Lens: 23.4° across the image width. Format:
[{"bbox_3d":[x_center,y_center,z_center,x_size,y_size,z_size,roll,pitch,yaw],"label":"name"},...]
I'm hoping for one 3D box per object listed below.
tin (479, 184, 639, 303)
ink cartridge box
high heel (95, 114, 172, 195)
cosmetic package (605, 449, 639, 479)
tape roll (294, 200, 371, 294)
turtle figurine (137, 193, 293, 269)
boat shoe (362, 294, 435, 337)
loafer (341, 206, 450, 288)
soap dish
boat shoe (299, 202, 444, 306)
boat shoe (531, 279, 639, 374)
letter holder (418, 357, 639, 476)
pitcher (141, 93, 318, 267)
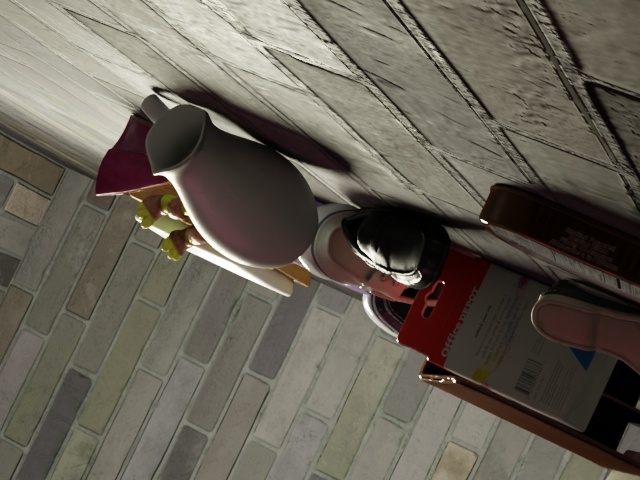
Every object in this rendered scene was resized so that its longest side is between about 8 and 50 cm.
[{"bbox_3d":[0.214,0.010,1.218,0.190,0.040,0.106,24,180,15],"label":"tin"},{"bbox_3d":[0.218,0.109,1.767,0.231,0.134,0.078,24,176,32],"label":"ink cartridge box"},{"bbox_3d":[-0.173,-0.067,2.024,0.244,0.117,0.082,25,176,5],"label":"high heel"},{"bbox_3d":[0.522,0.393,2.060,0.296,0.129,0.153,9,144,50],"label":"cosmetic package"},{"bbox_3d":[0.000,0.000,2.104,0.189,0.080,0.189,25,175,2],"label":"tape roll"},{"bbox_3d":[-0.161,-0.048,2.247,0.217,0.087,0.269,-11,140,38],"label":"turtle figurine"},{"bbox_3d":[0.209,0.122,2.212,0.301,0.108,0.102,24,177,-12],"label":"boat shoe"},{"bbox_3d":[0.078,0.004,1.680,0.078,0.076,0.223,19,-178,-17],"label":"loafer"},{"bbox_3d":[-0.147,-0.019,2.489,0.229,0.118,0.291,24,176,21],"label":"soap dish"},{"bbox_3d":[0.082,0.028,1.867,0.088,0.096,0.267,16,172,43],"label":"boat shoe"},{"bbox_3d":[0.319,0.088,1.559,0.206,0.075,0.065,19,-143,17],"label":"boat shoe"},{"bbox_3d":[0.314,0.183,2.052,0.302,0.152,0.214,26,174,-8],"label":"letter holder"},{"bbox_3d":[-0.106,-0.071,1.688,0.207,0.125,0.177,41,-172,-36],"label":"pitcher"}]
